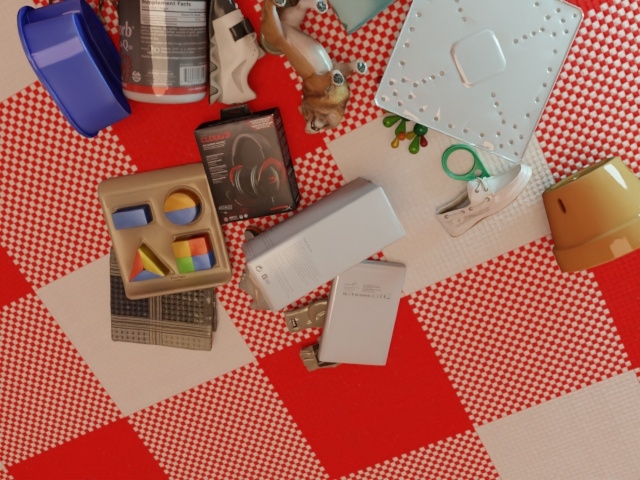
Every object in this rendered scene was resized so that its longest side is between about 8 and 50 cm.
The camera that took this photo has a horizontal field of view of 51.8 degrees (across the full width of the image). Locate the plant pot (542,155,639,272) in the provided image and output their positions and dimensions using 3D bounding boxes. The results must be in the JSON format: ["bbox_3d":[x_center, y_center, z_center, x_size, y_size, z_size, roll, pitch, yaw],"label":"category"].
[{"bbox_3d":[0.689,-0.075,1.645,0.290,0.291,0.204,-29,89,15],"label":"plant pot"}]

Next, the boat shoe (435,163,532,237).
[{"bbox_3d":[0.415,-0.116,1.709,0.096,0.098,0.277,41,120,-16],"label":"boat shoe"}]

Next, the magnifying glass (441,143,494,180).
[{"bbox_3d":[0.426,-0.175,1.750,0.230,0.026,0.092,30,111,-5],"label":"magnifying glass"}]

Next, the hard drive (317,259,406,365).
[{"bbox_3d":[0.117,0.205,1.877,0.202,0.040,0.308,6,108,-13],"label":"hard drive"}]

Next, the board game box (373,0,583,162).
[{"bbox_3d":[0.374,-0.437,1.587,0.389,0.050,0.390,21,96,-4],"label":"board game box"}]

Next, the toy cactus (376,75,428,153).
[{"bbox_3d":[0.242,-0.333,1.671,0.180,0.112,0.219,-20,100,2],"label":"toy cactus"}]

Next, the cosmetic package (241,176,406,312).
[{"bbox_3d":[0.000,0.000,1.700,0.384,0.217,0.156,-28,107,-2],"label":"cosmetic package"}]

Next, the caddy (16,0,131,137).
[{"bbox_3d":[-0.601,-0.417,1.609,0.179,0.241,0.341,-20,129,4],"label":"caddy"}]

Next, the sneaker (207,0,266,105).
[{"bbox_3d":[-0.209,-0.505,1.636,0.146,0.122,0.331,-2,111,-10],"label":"sneaker"}]

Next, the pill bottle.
[{"bbox_3d":[-0.377,-0.525,1.582,0.210,0.210,0.363,5,111,3],"label":"pill bottle"}]

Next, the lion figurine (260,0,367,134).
[{"bbox_3d":[-0.040,-0.447,1.583,0.142,0.240,0.392,-38,107,-22],"label":"lion figurine"}]

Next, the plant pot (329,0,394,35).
[{"bbox_3d":[0.121,-0.615,1.534,0.234,0.165,0.166,-30,106,11],"label":"plant pot"}]

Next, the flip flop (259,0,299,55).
[{"bbox_3d":[-0.100,-0.590,1.601,0.112,0.080,0.277,11,112,2],"label":"flip flop"}]

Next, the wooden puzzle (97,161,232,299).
[{"bbox_3d":[-0.435,-0.019,1.822,0.321,0.080,0.348,-9,101,8],"label":"wooden puzzle"}]

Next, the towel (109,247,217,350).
[{"bbox_3d":[-0.463,0.173,1.950,0.323,0.056,0.313,6,108,5],"label":"towel"}]

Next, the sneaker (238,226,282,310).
[{"bbox_3d":[-0.187,0.090,1.866,0.120,0.099,0.263,-11,109,14],"label":"sneaker"}]

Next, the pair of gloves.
[{"bbox_3d":[0.019,0.273,1.942,0.204,0.042,0.240,-19,115,5],"label":"pair of gloves"}]

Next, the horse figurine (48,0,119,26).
[{"bbox_3d":[-0.588,-0.632,1.636,0.263,0.066,0.175,8,119,-1],"label":"horse figurine"}]

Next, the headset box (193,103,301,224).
[{"bbox_3d":[-0.192,-0.210,1.739,0.217,0.110,0.294,-9,110,9],"label":"headset box"}]
